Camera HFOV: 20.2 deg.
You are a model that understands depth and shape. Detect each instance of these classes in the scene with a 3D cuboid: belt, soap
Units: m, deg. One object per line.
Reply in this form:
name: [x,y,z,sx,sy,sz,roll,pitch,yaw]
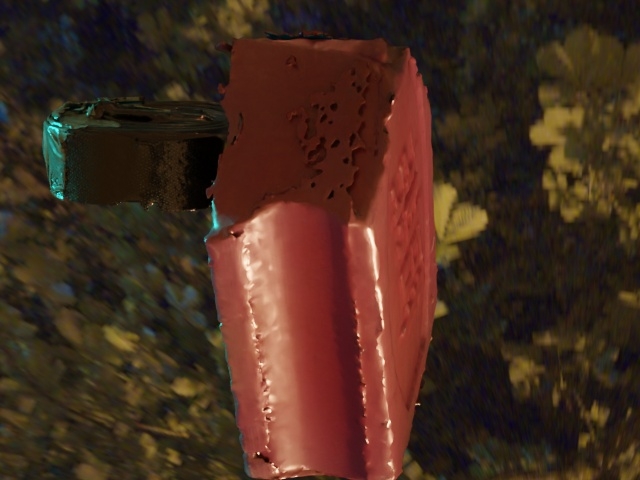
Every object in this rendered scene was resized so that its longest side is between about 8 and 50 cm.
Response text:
belt: [-0.103,-0.056,1.101,0.140,0.105,0.058,3,-73,11]
soap: [0.000,0.000,0.933,0.099,0.250,0.162,5,-133,12]
